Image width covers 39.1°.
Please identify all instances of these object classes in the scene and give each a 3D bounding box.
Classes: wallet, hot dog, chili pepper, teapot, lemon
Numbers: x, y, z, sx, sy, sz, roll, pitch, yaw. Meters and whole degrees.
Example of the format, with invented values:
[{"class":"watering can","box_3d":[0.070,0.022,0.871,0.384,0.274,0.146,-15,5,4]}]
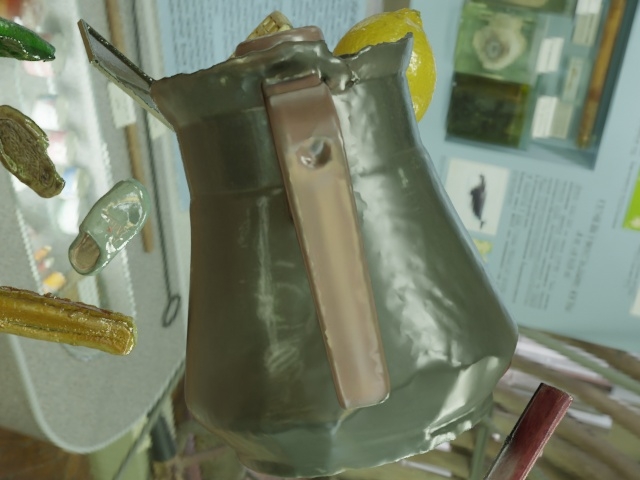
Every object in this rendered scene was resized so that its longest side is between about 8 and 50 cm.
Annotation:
[{"class":"wallet","box_3d":[0.335,0.346,1.494,0.232,0.025,0.119,-58,-173,-5]},{"class":"hot dog","box_3d":[-0.438,0.130,1.472,0.061,0.286,0.088,-73,180,-79]},{"class":"chili pepper","box_3d":[-0.515,-0.325,1.435,0.216,0.108,0.062,19,65,-55]},{"class":"teapot","box_3d":[0.000,0.000,0.771,0.376,0.305,0.362,-114,-171,-82]},{"class":"lemon","box_3d":[0.099,-0.265,1.477,0.244,0.187,0.187,-67,170,18]}]

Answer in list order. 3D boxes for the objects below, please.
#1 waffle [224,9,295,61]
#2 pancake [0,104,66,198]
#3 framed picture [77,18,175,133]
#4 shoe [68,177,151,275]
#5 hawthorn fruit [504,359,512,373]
[{"class":"waffle","box_3d":[-0.168,-0.473,2.289,0.248,0.055,0.221,-45,-157,8]},{"class":"pancake","box_3d":[-0.632,-0.187,1.924,0.029,0.212,0.235,-48,131,-37]},{"class":"framed picture","box_3d":[-0.371,-0.319,1.822,0.281,0.019,0.209,40,13,-37]},{"class":"shoe","box_3d":[-0.356,-0.014,1.477,0.195,0.079,0.078,-49,176,20]},{"class":"hawthorn fruit","box_3d":[0.243,0.221,1.732,0.249,0.215,0.215,-44,168,7]}]
